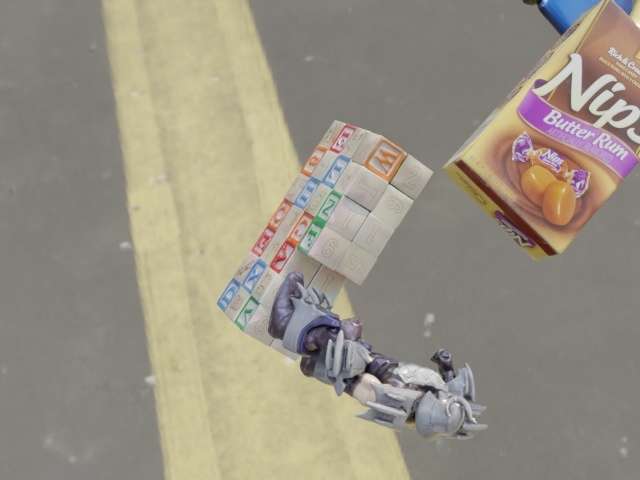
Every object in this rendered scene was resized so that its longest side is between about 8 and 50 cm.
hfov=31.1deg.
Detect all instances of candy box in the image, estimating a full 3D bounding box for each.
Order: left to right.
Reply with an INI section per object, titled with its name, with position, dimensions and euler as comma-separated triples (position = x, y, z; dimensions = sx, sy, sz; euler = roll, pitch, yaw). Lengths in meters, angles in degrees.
[candy box]
position = 0.199, -0.089, 0.914
dimensions = 0.109, 0.053, 0.186
euler = 43, 76, -5

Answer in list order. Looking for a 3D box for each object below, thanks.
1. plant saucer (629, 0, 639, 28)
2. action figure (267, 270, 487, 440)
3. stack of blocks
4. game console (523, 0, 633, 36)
[plant saucer]
position = 0.469, -0.318, 1.027
dimensions = 0.333, 0.081, 0.332
euler = -8, 49, 59
[action figure]
position = 0.055, 0.126, 1.158
dimensions = 0.285, 0.185, 0.099
euler = 25, 85, 52
[stack of blocks]
position = 0.000, 0.000, 1.481
dimensions = 0.297, 0.087, 0.171
euler = -57, 23, 0
[game console]
position = 0.198, -0.295, 1.204
dimensions = 0.250, 0.173, 0.293
euler = 1, 48, 16
